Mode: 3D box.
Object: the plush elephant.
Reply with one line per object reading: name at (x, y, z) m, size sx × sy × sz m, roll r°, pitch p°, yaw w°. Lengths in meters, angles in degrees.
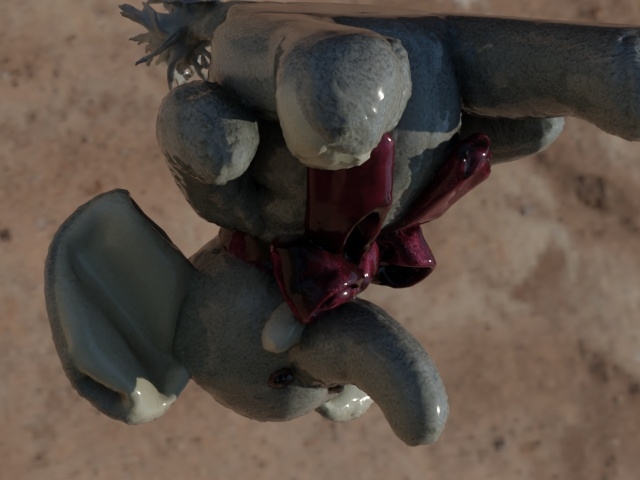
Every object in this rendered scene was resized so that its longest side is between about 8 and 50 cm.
plush elephant at (0.000, 0.000, 1.054) m, size 0.272 × 0.330 × 0.255 m, roll -8°, pitch 105°, yaw -44°
